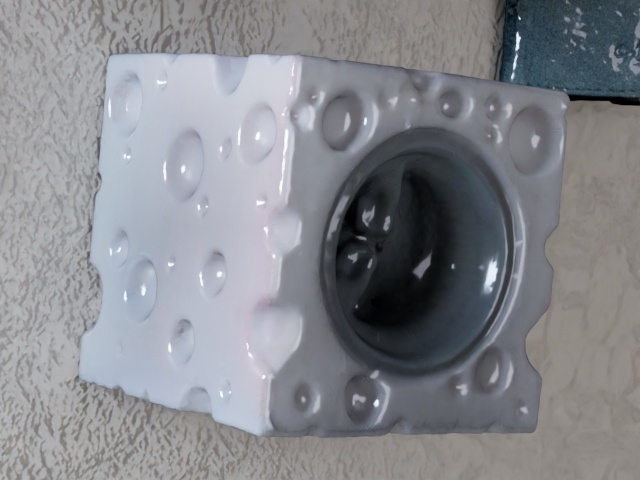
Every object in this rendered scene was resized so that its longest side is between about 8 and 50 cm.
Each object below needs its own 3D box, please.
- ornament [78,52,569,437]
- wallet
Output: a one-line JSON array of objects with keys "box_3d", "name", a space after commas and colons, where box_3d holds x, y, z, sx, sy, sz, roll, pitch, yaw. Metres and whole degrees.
[{"box_3d": [0.000, 0.000, 1.295, 0.239, 0.240, 0.239, 4, 92, -36], "name": "ornament"}, {"box_3d": [0.245, -0.299, 1.510, 0.191, 0.046, 0.379, 2, 96, 2], "name": "wallet"}]
